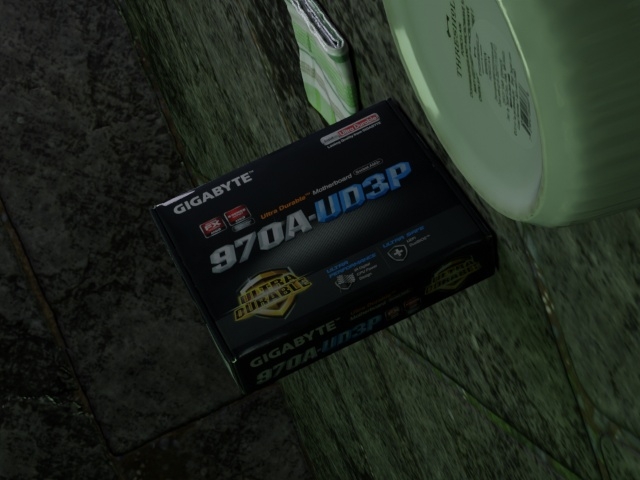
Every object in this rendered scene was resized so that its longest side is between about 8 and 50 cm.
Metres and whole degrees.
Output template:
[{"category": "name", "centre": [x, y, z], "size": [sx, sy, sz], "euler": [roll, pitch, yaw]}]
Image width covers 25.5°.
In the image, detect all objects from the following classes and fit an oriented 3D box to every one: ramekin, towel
[{"category": "ramekin", "centre": [0.107, -0.105, 0.644], "size": [0.207, 0.109, 0.207], "euler": [62, 168, 23]}, {"category": "towel", "centre": [0.003, -0.151, 1.294], "size": [0.152, 0.023, 0.113], "euler": [78, 165, -50]}]

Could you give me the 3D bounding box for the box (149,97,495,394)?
[{"category": "box", "centre": [0.000, 0.000, 1.103], "size": [0.175, 0.220, 0.051], "euler": [59, 170, 39]}]
